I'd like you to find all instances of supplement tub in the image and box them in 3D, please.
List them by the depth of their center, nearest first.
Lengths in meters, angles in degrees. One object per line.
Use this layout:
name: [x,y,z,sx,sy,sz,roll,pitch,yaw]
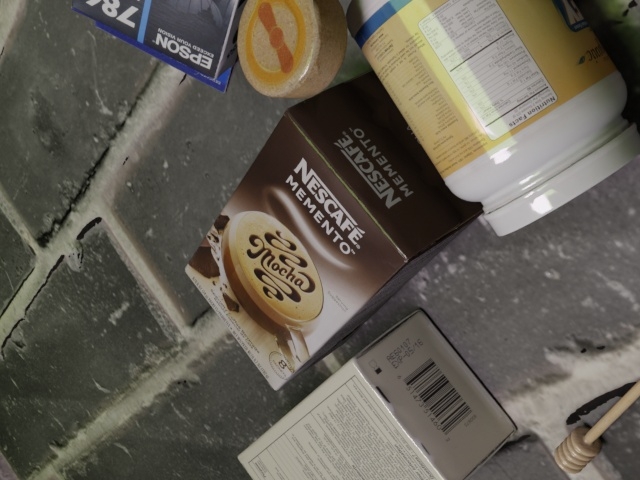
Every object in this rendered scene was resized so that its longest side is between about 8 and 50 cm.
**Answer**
supplement tub: [0.126,-0.119,0.704,0.200,0.144,0.144,57,142,0]

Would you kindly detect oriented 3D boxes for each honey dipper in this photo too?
honey dipper: [0.251,0.150,0.846,0.030,0.030,0.161,43,137,19]

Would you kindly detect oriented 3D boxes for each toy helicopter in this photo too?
toy helicopter: [-0.034,-0.275,0.675,0.235,0.140,0.355,3,93,42]

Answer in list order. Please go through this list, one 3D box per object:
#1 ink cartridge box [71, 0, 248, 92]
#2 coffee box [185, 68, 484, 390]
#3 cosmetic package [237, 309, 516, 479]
ink cartridge box: [-0.137,-0.265,0.901,0.165,0.065,0.333,26,142,2]
coffee box: [0.000,0.000,0.944,0.168,0.119,0.297,51,142,10]
cosmetic package: [0.047,0.219,1.050,0.160,0.113,0.309,52,143,7]
